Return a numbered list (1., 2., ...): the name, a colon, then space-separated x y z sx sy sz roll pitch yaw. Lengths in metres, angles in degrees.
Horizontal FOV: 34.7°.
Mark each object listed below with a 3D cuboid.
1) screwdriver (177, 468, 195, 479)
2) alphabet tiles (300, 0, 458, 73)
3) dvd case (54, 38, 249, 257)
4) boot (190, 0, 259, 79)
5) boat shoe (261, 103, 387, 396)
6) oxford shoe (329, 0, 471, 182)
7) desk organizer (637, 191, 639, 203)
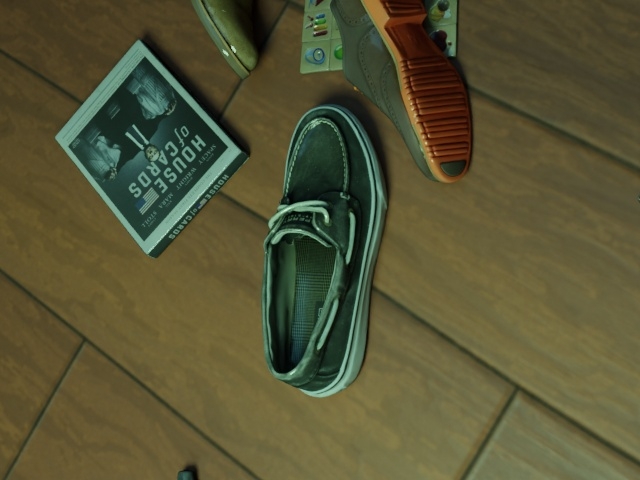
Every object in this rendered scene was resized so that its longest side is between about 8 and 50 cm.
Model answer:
1. screwdriver: -0.147 0.348 1.170 0.024 0.025 0.170 -10 82 23
2. alphabet tiles: 0.073 -0.321 1.231 0.198 0.009 0.237 -2 76 26
3. dvd case: -0.221 -0.120 1.310 0.179 0.029 0.238 -47 62 9
4. boot: -0.111 -0.345 1.276 0.115 0.112 0.305 -20 67 9
5. boat shoe: 0.000 0.000 1.123 0.121 0.119 0.335 -7 75 24
6. oxford shoe: 0.088 -0.180 1.153 0.098 0.097 0.271 -31 72 44
7. desk organizer: 0.360 -0.086 1.011 0.047 0.050 0.130 22 87 28
